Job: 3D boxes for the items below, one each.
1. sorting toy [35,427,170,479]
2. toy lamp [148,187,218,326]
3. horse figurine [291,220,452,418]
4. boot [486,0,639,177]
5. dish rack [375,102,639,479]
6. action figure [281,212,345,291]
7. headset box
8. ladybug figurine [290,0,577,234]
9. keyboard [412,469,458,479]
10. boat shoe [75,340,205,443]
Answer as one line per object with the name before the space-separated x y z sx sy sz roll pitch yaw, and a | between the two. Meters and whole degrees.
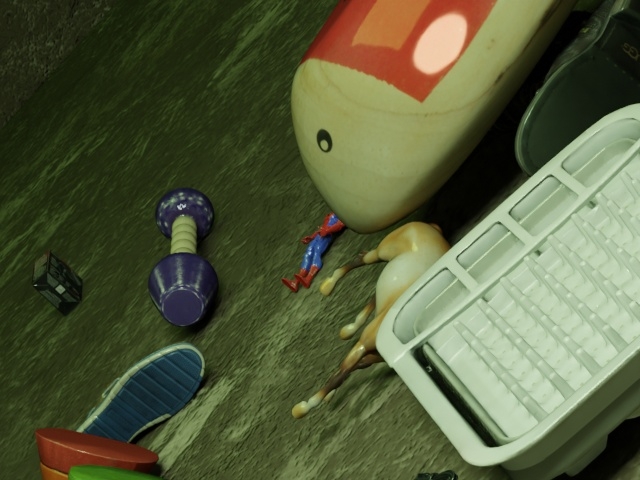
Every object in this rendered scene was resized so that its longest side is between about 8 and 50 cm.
sorting toy | -0.183 0.269 1.765 0.365 0.127 0.126 22 98 67
toy lamp | -0.151 0.020 2.198 0.080 0.080 0.275 -41 18 14
horse figurine | 0.064 0.056 1.687 0.174 0.066 0.263 -36 21 31
boot | 0.210 -0.128 1.759 0.263 0.091 0.229 -50 14 -26
dish rack | 0.193 0.042 1.420 0.285 0.072 0.333 -41 19 1
action figure | 0.000 0.000 1.997 0.038 0.030 0.115 -27 24 54
headset box | -0.340 0.052 2.546 0.032 0.062 0.083 -42 20 9
ladybug figurine | 0.119 -0.218 1.781 0.449 0.162 0.305 -56 8 -13
keyboard | 0.070 0.212 1.422 0.180 0.023 0.108 -19 38 51
boat shoe | -0.190 0.158 2.007 0.183 0.066 0.066 -40 18 15
